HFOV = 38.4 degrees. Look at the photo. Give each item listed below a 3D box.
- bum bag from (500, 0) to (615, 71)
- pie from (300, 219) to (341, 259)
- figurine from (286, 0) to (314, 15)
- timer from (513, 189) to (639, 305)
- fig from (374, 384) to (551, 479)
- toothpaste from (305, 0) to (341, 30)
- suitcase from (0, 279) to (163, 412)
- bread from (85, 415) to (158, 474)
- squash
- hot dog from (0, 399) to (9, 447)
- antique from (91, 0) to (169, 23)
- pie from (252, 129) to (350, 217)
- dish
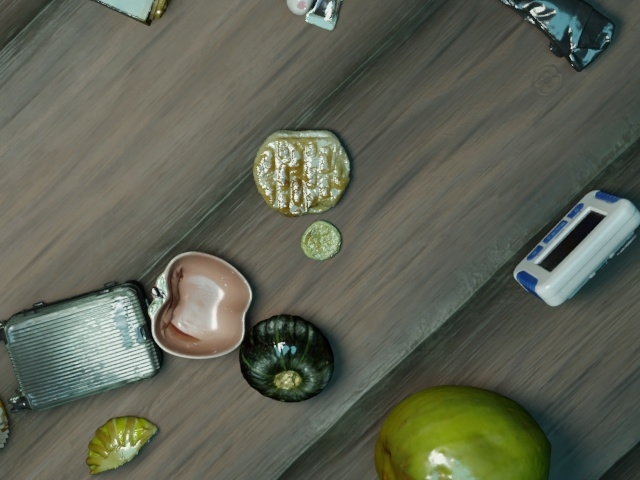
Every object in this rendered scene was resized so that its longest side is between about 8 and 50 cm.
[{"bbox_3d":[0.466,-0.453,1.821,0.248,0.060,0.123,39,94,-8],"label":"bum bag"},{"bbox_3d":[0.001,0.002,1.861,0.084,0.021,0.084,-1,96,-9],"label":"pie"},{"bbox_3d":[-0.036,-0.500,1.740,0.178,0.109,0.129,34,75,4],"label":"figurine"},{"bbox_3d":[0.514,0.018,1.833,0.253,0.178,0.078,-45,104,3],"label":"timer"},{"bbox_3d":[0.285,0.434,1.812,0.343,0.343,0.343,-1,98,-5],"label":"fig"},{"bbox_3d":[0.033,-0.519,1.784,0.062,0.037,0.216,20,101,-5],"label":"toothpaste"},{"bbox_3d":[-0.470,0.207,1.791,0.312,0.128,0.202,-16,99,-4],"label":"suitcase"},{"bbox_3d":[-0.406,0.403,1.856,0.157,0.083,0.094,-18,87,-1],"label":"bread"},{"bbox_3d":[-0.065,0.232,1.816,0.193,0.156,0.193,9,121,15],"label":"squash"},{"bbox_3d":[-0.728,0.315,1.809,0.162,0.082,0.270,-31,92,-9],"label":"hot dog"},{"bbox_3d":[-0.342,-0.485,1.695,0.148,0.152,0.147,24,96,-10],"label":"antique"},{"bbox_3d":[-0.038,-0.132,1.827,0.195,0.046,0.195,-1,96,-5],"label":"pie"},{"bbox_3d":[-0.243,0.128,1.811,0.213,0.090,0.213,1,87,-14],"label":"dish"}]
